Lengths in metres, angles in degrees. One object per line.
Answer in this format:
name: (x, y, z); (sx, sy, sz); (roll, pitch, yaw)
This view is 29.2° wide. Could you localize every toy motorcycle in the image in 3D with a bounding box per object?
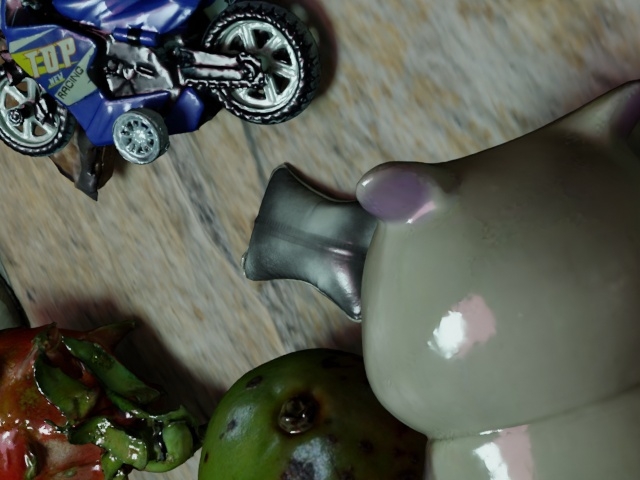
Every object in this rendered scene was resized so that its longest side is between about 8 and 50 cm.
toy motorcycle: (-0.142, -0.153, 0.929); (0.315, 0.113, 0.169); (-6, 111, 26)

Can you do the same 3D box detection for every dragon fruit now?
dragon fruit: (-0.242, 0.152, 1.131); (0.200, 0.198, 0.269); (33, 152, -32)

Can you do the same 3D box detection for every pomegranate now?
pomegranate: (0.009, 0.191, 0.936); (0.202, 0.202, 0.248); (28, 157, 32)

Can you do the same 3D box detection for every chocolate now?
chocolate: (-0.290, -0.169, 1.118); (0.329, 0.065, 0.102); (42, 142, 21)

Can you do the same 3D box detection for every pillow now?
pillow: (-0.001, 0.000, 0.929); (0.135, 0.055, 0.091); (20, 120, 34)

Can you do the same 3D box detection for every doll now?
doll: (0.145, 0.117, 0.729); (0.226, 0.215, 0.370); (137, 116, -80)

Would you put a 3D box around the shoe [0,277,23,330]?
shoe: (-0.457, 0.015, 1.285); (0.132, 0.171, 0.336); (-29, 89, 47)
